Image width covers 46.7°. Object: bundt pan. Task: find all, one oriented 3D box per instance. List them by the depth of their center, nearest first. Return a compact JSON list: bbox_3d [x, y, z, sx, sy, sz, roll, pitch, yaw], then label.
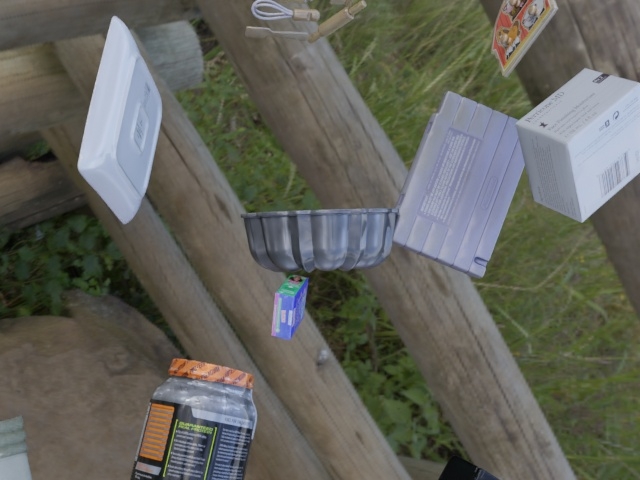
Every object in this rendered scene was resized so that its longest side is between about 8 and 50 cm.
[{"bbox_3d":[0.000,0.000,1.535,0.330,0.331,0.124,-2,90,-34],"label":"bundt pan"}]

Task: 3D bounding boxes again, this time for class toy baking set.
[{"bbox_3d":[-0.033,-0.489,1.571,0.196,0.256,0.030,17,57,-41],"label":"toy baking set"}]

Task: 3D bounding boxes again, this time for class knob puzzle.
[{"bbox_3d":[0.395,-0.456,1.500,0.030,0.213,0.213,15,74,-19],"label":"knob puzzle"}]

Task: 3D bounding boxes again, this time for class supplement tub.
[{"bbox_3d":[-0.220,0.375,1.281,0.193,0.193,0.316,21,73,-29],"label":"supplement tub"}]

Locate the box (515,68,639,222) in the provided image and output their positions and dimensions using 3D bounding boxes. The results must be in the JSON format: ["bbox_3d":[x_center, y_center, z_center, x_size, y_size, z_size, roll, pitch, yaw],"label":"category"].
[{"bbox_3d":[0.454,-0.165,1.279,0.181,0.119,0.182,-38,129,-14],"label":"box"}]

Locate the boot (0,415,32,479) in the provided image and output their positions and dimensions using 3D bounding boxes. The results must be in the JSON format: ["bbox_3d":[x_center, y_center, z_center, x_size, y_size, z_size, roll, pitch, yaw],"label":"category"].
[{"bbox_3d":[-0.302,0.235,0.577,0.213,0.077,0.165,-8,81,-64],"label":"boot"}]

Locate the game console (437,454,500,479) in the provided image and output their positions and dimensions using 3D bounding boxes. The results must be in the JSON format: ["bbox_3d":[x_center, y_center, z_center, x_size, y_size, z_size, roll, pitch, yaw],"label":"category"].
[{"bbox_3d":[0.250,0.448,1.264,0.107,0.071,0.122,32,78,0],"label":"game console"}]

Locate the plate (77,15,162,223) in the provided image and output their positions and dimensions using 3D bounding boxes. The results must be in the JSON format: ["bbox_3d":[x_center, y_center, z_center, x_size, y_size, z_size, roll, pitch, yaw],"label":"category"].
[{"bbox_3d":[-0.331,-0.196,1.285,0.045,0.277,0.278,6,73,3],"label":"plate"}]

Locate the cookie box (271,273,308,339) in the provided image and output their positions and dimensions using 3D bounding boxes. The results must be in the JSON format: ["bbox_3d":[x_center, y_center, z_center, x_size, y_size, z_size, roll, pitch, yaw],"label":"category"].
[{"bbox_3d":[-0.059,0.126,1.430,0.107,0.040,0.092,-53,152,-69],"label":"cookie box"}]

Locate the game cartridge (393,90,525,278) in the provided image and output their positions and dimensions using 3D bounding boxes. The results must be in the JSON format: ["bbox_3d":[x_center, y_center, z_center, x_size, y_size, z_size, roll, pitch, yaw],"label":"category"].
[{"bbox_3d":[0.304,-0.123,1.612,0.230,0.068,0.355,22,84,1],"label":"game cartridge"}]
